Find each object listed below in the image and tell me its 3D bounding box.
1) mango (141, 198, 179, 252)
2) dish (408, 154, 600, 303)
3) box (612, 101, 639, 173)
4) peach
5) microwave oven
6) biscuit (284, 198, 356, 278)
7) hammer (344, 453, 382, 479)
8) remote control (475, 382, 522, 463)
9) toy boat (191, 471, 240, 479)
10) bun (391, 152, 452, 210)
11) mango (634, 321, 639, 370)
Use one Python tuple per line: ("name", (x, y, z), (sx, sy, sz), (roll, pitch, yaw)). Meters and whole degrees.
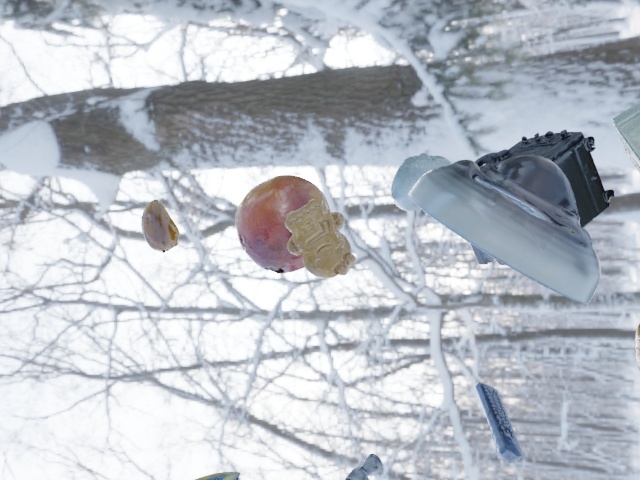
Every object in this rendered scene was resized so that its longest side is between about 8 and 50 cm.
("mango", (-0.360, -0.030, 1.594), (0.077, 0.063, 0.127), (-47, -44, -40))
("dish", (0.263, -0.047, 0.940), (0.134, 0.273, 0.273), (-61, -18, 13))
("box", (0.726, -0.089, 1.410), (0.367, 0.090, 0.373), (3, -126, -57))
("peach", (-0.102, -0.040, 1.917), (0.238, 0.280, 0.281), (94, -174, -57))
("microwave oven", (0.400, -0.085, 1.377), (0.247, 0.178, 0.188), (-33, -71, -26))
("biscuit", (-0.006, -0.001, 1.487), (0.027, 0.133, 0.184), (45, -153, -63))
("hammer", (0.228, 0.617, 1.669), (0.152, 0.426, 0.044), (-36, -58, -38))
("remote control", (0.289, 0.295, 1.168), (0.027, 0.043, 0.152), (-60, 20, 30))
("toy boat", (-0.219, 0.408, 1.111), (0.210, 0.084, 0.066), (-22, -51, -21))
("bun", (0.200, -0.122, 1.443), (0.083, 0.140, 0.141), (61, -171, 29))
("mango", (0.685, 0.176, 1.318), (0.191, 0.160, 0.290), (46, -130, -7))
